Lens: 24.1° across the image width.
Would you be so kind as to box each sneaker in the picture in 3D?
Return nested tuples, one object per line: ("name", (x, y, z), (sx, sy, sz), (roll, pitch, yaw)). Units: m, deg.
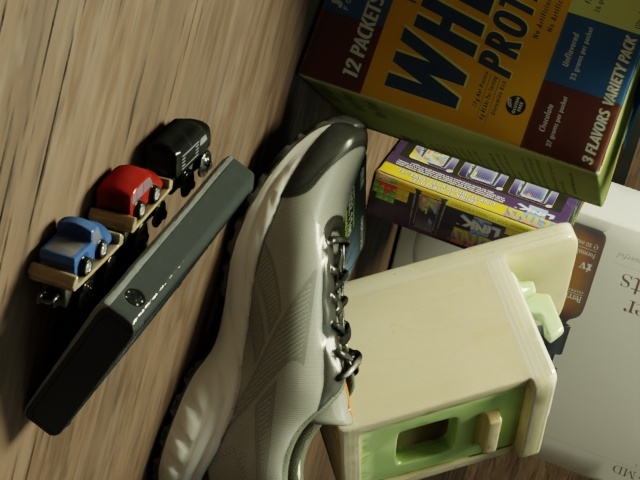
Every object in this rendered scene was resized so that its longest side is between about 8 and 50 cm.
("sneaker", (-0.013, 0.053, 0.955), (0.100, 0.108, 0.271), (8, 100, -75))

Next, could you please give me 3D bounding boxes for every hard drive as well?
("hard drive", (-0.085, 0.025, 0.724), (0.094, 0.022, 0.135), (-51, -177, 39))

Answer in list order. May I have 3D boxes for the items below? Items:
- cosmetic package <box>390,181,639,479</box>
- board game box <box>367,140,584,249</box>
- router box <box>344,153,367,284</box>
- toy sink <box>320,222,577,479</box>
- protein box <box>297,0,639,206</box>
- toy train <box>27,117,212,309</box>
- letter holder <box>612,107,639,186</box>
("cosmetic package", (0.253, 0.083, 1.504), (0.097, 0.377, 0.284), (-49, 155, -57))
("board game box", (0.145, -0.044, 1.335), (0.141, 0.170, 0.048), (-52, 159, -54))
("router box", (0.000, 0.000, 1.086), (0.122, 0.038, 0.092), (89, 23, -57))
("toy sink", (0.111, 0.103, 1.209), (0.153, 0.234, 0.131), (88, -15, -60))
("protein box", (0.118, -0.127, 1.022), (0.200, 0.201, 0.136), (22, 87, -78))
("toy train", (-0.090, -0.017, 0.704), (0.158, 0.027, 0.036), (-54, 156, -53))
("letter holder", (0.213, -0.093, 1.670), (0.152, 0.214, 0.302), (-19, 137, -32))
